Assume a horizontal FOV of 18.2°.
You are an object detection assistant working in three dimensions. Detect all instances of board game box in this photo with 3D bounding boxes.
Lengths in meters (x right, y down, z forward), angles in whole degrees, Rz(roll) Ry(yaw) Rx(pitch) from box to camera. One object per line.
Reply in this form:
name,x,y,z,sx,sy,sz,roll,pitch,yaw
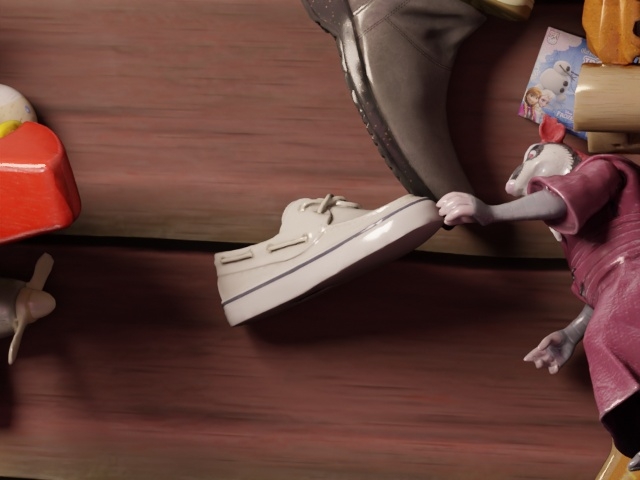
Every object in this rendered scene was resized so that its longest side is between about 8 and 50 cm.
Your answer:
board game box,0.243,-0.145,1.883,0.090,0.020,0.090,19,99,6

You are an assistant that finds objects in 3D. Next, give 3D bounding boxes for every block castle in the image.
block castle,0.347,-0.221,1.642,0.213,0.453,0.303,3,97,16

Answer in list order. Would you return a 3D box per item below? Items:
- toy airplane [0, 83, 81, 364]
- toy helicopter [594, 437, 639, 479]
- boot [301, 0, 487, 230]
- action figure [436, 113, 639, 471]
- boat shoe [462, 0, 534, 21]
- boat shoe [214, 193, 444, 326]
toy airplane,-0.391,-0.065,1.893,0.384,0.272,0.386,43,138,12
toy helicopter,0.238,0.290,1.904,0.235,0.140,0.355,27,90,13
boot,0.122,-0.196,1.852,0.223,0.118,0.338,-27,97,6
action figure,0.281,0.022,1.774,0.276,0.248,0.370,-26,59,10
boat shoe,0.098,-0.272,1.777,0.223,0.080,0.073,28,84,-2
boat shoe,0.000,0.000,1.869,0.267,0.096,0.088,-28,81,44
